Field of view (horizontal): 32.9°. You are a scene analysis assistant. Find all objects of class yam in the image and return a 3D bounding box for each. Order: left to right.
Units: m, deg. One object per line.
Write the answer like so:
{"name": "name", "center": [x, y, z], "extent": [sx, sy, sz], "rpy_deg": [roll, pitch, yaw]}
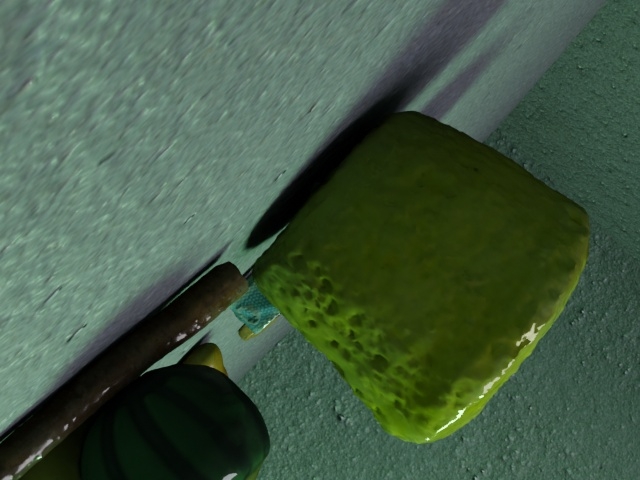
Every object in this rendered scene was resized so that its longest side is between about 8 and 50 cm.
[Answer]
{"name": "yam", "center": [-0.191, 0.122, 1.036], "extent": [0.045, 0.045, 0.327], "rpy_deg": [-2, -150, 47]}

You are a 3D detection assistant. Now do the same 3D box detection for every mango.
{"name": "mango", "center": [-0.187, 0.221, 1.677], "extent": [0.102, 0.085, 0.184], "rpy_deg": [-43, 170, -29]}

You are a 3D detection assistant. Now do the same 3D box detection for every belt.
{"name": "belt", "center": [0.000, 0.000, 1.442], "extent": [0.302, 0.072, 0.087], "rpy_deg": [-45, 178, 0]}

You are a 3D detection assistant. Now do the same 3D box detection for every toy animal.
{"name": "toy animal", "center": [-0.203, 0.253, 1.108], "extent": [0.338, 0.191, 0.216], "rpy_deg": [-43, -179, 27]}

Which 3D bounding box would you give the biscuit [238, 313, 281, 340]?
{"name": "biscuit", "center": [-0.089, 0.132, 2.051], "extent": [0.166, 0.036, 0.225], "rpy_deg": [-45, 176, -13]}

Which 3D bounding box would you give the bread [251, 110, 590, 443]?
{"name": "bread", "center": [0.112, 0.031, 1.254], "extent": [0.348, 0.308, 0.348], "rpy_deg": [-51, 177, -4]}
